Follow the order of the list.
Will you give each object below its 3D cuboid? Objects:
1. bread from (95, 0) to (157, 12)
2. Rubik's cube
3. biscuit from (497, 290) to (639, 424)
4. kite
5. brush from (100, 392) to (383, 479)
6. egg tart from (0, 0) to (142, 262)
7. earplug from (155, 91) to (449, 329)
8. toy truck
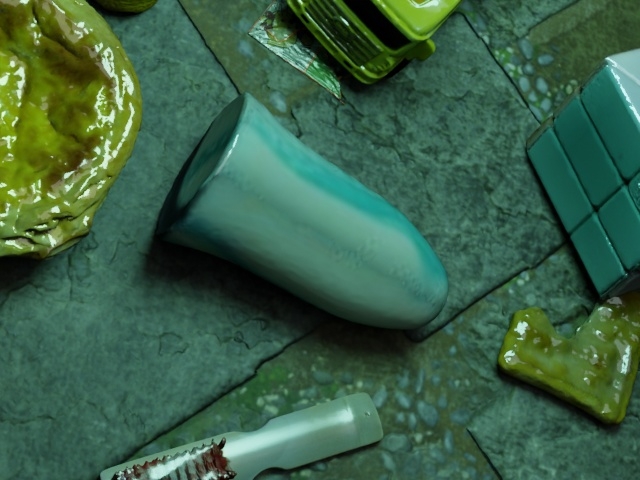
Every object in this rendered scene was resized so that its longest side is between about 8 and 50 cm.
[{"bbox_3d":[-0.213,-0.382,1.643,0.102,0.094,0.246,10,72,-27],"label":"bread"},{"bbox_3d":[0.420,-0.095,1.696,0.221,0.224,0.231,-16,72,-26],"label":"Rubik's cube"},{"bbox_3d":[0.307,0.116,1.712,0.183,0.039,0.174,23,69,-14],"label":"biscuit"},{"bbox_3d":[0.026,-0.262,1.739,0.244,0.006,0.198,-10,78,-23],"label":"kite"},{"bbox_3d":[-0.076,0.228,1.535,0.321,0.050,0.060,-14,76,-24],"label":"brush"},{"bbox_3d":[-0.359,-0.133,1.493,0.341,0.129,0.341,5,74,-19],"label":"egg tart"},{"bbox_3d":[0.000,0.000,1.573,0.324,0.185,0.185,33,66,-16],"label":"earplug"},{"bbox_3d":[0.156,-0.381,1.690,0.180,0.254,0.405,45,66,-7],"label":"toy truck"}]
